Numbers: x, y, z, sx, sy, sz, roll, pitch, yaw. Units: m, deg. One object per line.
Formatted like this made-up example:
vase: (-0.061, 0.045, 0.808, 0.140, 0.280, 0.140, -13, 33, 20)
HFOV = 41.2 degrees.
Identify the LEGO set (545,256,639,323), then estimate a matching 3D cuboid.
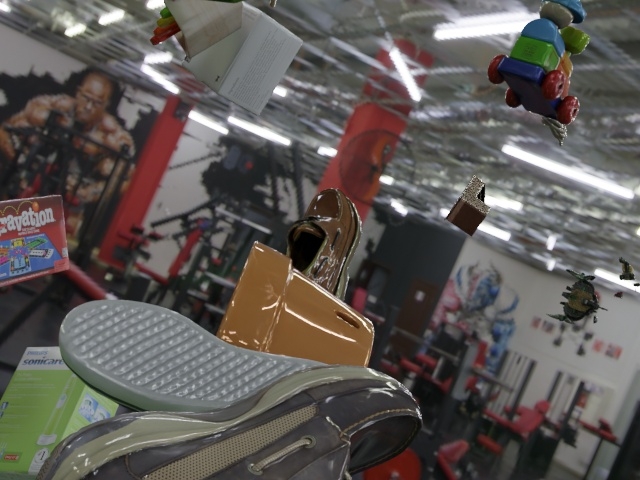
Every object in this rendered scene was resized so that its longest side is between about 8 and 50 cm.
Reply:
LEGO set: (0.239, 0.049, 0.744, 0.083, 0.054, 0.023, -15, -24, 29)

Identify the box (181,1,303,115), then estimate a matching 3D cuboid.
box: (-0.162, -0.380, 1.724, 0.119, 0.182, 0.181, 24, 12, -42)

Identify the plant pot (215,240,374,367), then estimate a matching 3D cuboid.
plant pot: (-0.055, 0.173, 1.201, 0.203, 0.291, 0.291, 23, -1, -5)

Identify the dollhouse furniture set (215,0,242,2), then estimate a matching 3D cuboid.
dollhouse furniture set: (-0.163, -0.431, 1.108, 0.301, 0.197, 0.151, 20, 37, 41)

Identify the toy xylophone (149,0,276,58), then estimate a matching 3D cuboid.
toy xylophone: (-0.183, -0.417, 1.507, 0.081, 0.236, 0.322, 58, -12, -5)

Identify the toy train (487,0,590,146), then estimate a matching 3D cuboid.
toy train: (0.346, -0.245, 1.240, 0.105, 0.143, 0.248, 26, -1, 33)

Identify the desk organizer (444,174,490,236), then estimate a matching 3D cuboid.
desk organizer: (0.243, -0.056, 1.354, 0.050, 0.047, 0.130, 35, 28, 6)

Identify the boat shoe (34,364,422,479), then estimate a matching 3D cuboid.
boat shoe: (-0.046, 0.201, 0.678, 0.355, 0.132, 0.130, -8, 44, -37)

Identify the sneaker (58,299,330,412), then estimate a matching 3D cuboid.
sneaker: (-0.129, 0.171, 0.914, 0.321, 0.127, 0.126, 19, 42, -4)

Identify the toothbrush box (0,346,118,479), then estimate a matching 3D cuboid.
toothbrush box: (-0.543, 0.363, 1.723, 0.206, 0.283, 0.122, -5, -40, 25)

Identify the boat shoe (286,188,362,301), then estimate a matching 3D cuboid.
boat shoe: (0.000, 0.000, 1.527, 0.111, 0.307, 0.104, -23, -52, 24)

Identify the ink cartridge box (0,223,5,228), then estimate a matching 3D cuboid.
ink cartridge box: (-0.448, 0.022, 0.713, 0.239, 0.060, 0.275, -6, 19, 39)

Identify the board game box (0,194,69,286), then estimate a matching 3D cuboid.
board game box: (-0.539, 0.002, 1.490, 0.027, 0.145, 0.281, -3, 6, 19)
